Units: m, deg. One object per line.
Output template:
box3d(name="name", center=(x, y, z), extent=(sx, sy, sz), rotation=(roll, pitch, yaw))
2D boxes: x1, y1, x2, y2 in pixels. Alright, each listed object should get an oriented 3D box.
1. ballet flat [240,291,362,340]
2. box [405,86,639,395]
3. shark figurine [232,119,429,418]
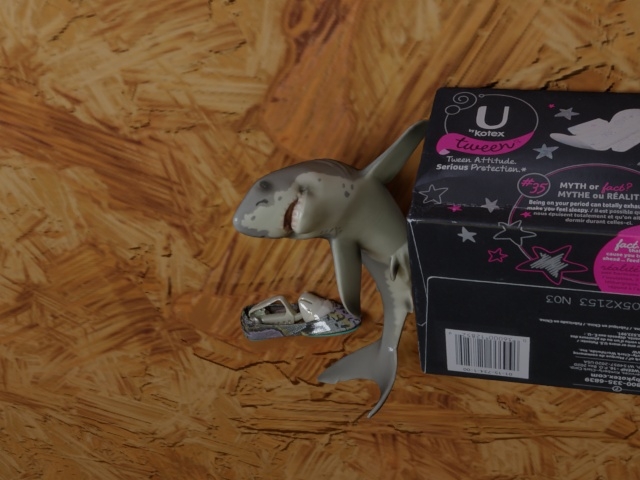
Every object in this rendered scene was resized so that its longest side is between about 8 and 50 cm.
box3d(name="ballet flat", center=(-0.021, 0.065, 0.872), extent=(0.114, 0.041, 0.041), rotation=(-7, 131, 22))
box3d(name="box", center=(0.194, 0.002, 0.665), extent=(0.247, 0.142, 0.163), rotation=(4, 136, 15))
box3d(name="shark figurine", center=(0.018, 0.002, 0.767), extent=(0.116, 0.166, 0.278), rotation=(26, 156, 36))
